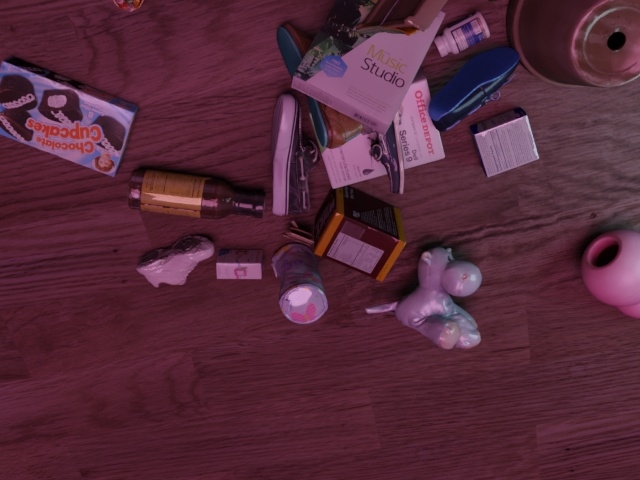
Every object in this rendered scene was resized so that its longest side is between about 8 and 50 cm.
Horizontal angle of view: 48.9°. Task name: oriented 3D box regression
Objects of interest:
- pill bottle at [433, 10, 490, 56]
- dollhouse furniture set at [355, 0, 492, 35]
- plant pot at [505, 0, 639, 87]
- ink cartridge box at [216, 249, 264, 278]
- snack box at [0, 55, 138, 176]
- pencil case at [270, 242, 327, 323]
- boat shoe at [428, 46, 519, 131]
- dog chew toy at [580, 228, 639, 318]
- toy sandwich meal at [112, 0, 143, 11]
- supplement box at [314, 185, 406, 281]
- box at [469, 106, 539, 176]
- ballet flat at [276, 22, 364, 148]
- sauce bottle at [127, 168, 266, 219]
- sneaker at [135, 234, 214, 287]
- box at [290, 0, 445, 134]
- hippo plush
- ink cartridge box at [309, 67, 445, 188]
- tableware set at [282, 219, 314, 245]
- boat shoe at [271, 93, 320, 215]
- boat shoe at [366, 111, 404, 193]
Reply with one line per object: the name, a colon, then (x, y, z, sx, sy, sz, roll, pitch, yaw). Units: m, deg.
pill bottle: (0.327, -0.477, 1.640, 0.120, 0.067, 0.067, -25, 115, 13)
dollhouse furniture set: (0.248, -0.511, 1.488, 0.151, 0.197, 0.301, 40, 79, -31)
plant pot: (0.596, -0.461, 1.531, 0.323, 0.280, 0.323, 0, 119, 0)
ink cartridge box: (-0.217, 0.064, 1.915, 0.122, 0.088, 0.052, 1, 115, -1)
snack box: (-0.633, -0.302, 1.735, 0.322, 0.060, 0.187, 20, 117, -11)
pencil case: (-0.058, 0.107, 1.839, 0.124, 0.273, 0.113, 17, 110, -17)
boat shoe: (0.352, -0.355, 1.643, 0.258, 0.109, 0.089, -34, 146, -5)
dog chew toy: (0.853, 0.113, 1.891, 0.332, 0.206, 0.206, 34, 113, -26)
toy sandwich meal: (-0.444, -0.566, 1.612, 0.085, 0.029, 0.085, 0, 118, 0)
supplement box: (0.097, -0.027, 1.808, 0.194, 0.191, 0.129, 23, 117, -12)
box: (0.458, -0.245, 1.761, 0.137, 0.072, 0.126, -20, 117, 9)
ballet flat: (0.009, -0.363, 1.608, 0.124, 0.342, 0.116, -16, 154, -15)
sauce bottle: (-0.314, -0.110, 1.811, 0.344, 0.111, 0.111, 9, 118, -6)
sneaker: (-0.380, 0.064, 1.926, 0.232, 0.090, 0.115, -17, 124, 19)
box: (0.108, -0.419, 1.543, 0.232, 0.058, 0.322, 27, 71, -1)
hippo plush: (0.331, 0.139, 1.925, 0.294, 0.234, 0.236, 24, 102, 34)
ink cartridge box: (0.138, -0.275, 1.716, 0.289, 0.121, 0.211, -15, 116, 8)
tableware set: (0.000, 0.000, 1.879, 0.194, 0.128, 0.039, 21, 84, -10)
boat shoe: (-0.062, -0.213, 1.767, 0.119, 0.121, 0.335, -1, 129, -8)
boat shoe: (0.147, -0.225, 1.618, 0.079, 0.095, 0.254, -9, 114, 3)
